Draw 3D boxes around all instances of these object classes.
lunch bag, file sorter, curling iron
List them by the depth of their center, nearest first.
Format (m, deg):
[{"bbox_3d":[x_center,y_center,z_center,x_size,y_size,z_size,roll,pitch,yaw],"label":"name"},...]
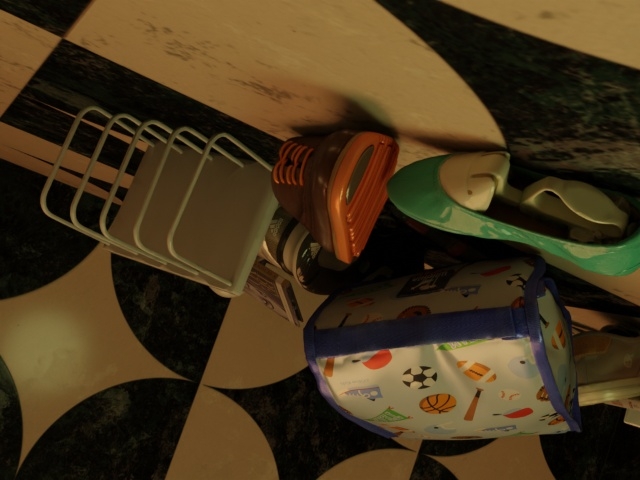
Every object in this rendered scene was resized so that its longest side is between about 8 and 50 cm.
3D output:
[{"bbox_3d":[-0.226,-0.067,1.205,0.277,0.193,0.173,15,169,34],"label":"file sorter"},{"bbox_3d":[0.191,0.158,1.226,0.327,0.239,0.385,-10,160,22],"label":"lunch bag"},{"bbox_3d":[0.192,0.007,1.242,0.274,0.035,0.068,23,177,-26],"label":"curling iron"}]

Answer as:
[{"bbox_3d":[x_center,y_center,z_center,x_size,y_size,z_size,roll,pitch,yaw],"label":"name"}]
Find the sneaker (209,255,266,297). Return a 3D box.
[{"bbox_3d":[-0.215,-0.063,1.638,0.323,0.130,0.236,49,141,16],"label":"sneaker"}]

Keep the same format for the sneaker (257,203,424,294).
[{"bbox_3d":[0.000,-0.001,1.416,0.257,0.169,0.447,32,180,31],"label":"sneaker"}]

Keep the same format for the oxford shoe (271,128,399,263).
[{"bbox_3d":[0.001,-0.055,0.917,0.132,0.130,0.364,25,174,5],"label":"oxford shoe"}]

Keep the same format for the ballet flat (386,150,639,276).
[{"bbox_3d":[0.182,-0.041,0.769,0.247,0.083,0.087,18,149,12],"label":"ballet flat"}]

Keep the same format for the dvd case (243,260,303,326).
[{"bbox_3d":[-0.131,0.061,1.485,0.221,0.018,0.164,30,159,21],"label":"dvd case"}]

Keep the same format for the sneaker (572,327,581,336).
[{"bbox_3d":[0.498,0.225,1.744,0.290,0.106,0.123,26,174,23],"label":"sneaker"}]

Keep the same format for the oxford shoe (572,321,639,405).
[{"bbox_3d":[0.556,0.212,1.520,0.169,0.130,0.449,-21,164,34],"label":"oxford shoe"}]

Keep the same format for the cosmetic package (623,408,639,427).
[{"bbox_3d":[0.858,0.378,1.786,0.384,0.156,0.217,15,175,28],"label":"cosmetic package"}]

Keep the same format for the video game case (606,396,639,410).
[{"bbox_3d":[0.672,0.278,1.586,0.226,0.026,0.206,-12,174,-4],"label":"video game case"}]
